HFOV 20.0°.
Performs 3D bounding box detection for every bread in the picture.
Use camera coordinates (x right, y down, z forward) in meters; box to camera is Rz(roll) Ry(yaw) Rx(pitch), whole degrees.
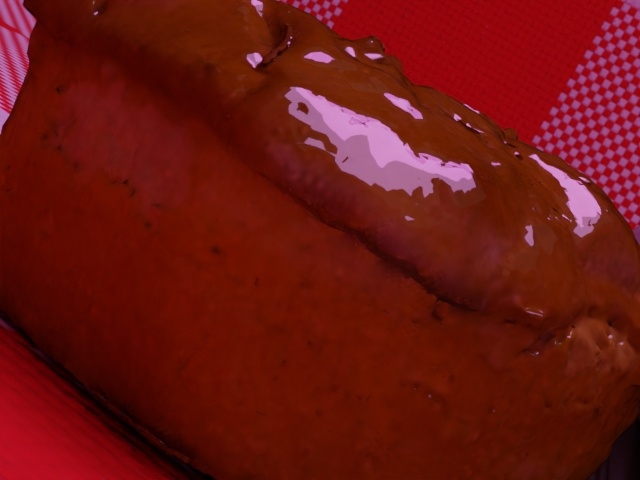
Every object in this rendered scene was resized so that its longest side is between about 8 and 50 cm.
[{"bbox_3d":[0.000,0.000,0.961,0.398,0.215,0.398,29,6,-3],"label":"bread"}]

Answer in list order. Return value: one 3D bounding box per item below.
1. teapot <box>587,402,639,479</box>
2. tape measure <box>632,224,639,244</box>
[{"bbox_3d":[0.182,0.118,1.135,0.175,0.185,0.267,1,-18,-10],"label":"teapot"},{"bbox_3d":[0.342,0.090,1.588,0.130,0.265,0.258,21,22,-45],"label":"tape measure"}]
